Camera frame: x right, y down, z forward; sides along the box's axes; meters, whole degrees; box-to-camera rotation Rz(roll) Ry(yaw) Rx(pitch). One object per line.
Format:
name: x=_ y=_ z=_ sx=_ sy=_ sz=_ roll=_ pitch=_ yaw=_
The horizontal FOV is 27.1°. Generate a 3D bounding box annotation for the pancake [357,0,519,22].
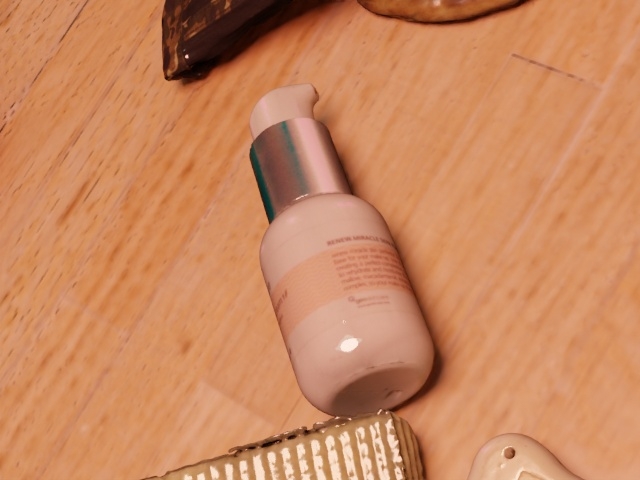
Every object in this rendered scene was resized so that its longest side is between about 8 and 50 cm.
pancake: x=0.086 y=-0.212 z=0.809 sx=0.190 sy=0.020 sz=0.184 roll=36 pitch=85 yaw=35

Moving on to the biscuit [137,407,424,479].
biscuit: x=-0.059 y=0.190 z=0.673 sx=0.252 sy=0.052 sz=0.150 roll=-19 pitch=64 yaw=15

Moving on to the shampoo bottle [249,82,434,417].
shampoo bottle: x=0.000 y=0.000 z=0.719 sx=0.074 sy=0.074 sz=0.192 roll=-28 pitch=59 yaw=12

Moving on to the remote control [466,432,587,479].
remote control: x=0.118 y=0.141 z=0.620 sx=0.122 sy=0.032 sz=0.074 roll=23 pitch=79 yaw=33

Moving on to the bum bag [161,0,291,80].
bum bag: x=-0.010 y=-0.186 z=0.797 sx=0.248 sy=0.069 sz=0.102 roll=-24 pitch=73 yaw=30
